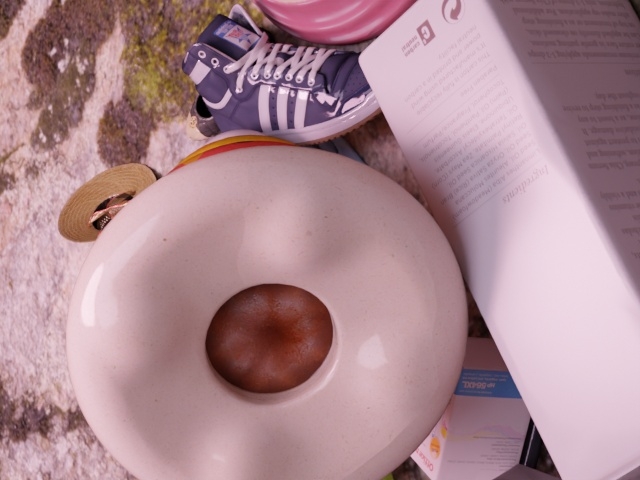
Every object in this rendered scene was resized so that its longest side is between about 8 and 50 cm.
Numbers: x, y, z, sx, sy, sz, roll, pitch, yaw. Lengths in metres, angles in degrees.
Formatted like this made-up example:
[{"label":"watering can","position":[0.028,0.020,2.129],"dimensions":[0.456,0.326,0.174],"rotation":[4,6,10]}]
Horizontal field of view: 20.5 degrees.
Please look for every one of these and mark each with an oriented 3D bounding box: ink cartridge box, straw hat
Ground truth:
[{"label":"ink cartridge box","position":[0.146,0.177,1.763],"dimensions":[0.092,0.090,0.143],"rotation":[-135,54,-63]},{"label":"straw hat","position":[-0.245,-0.024,2.154],"dimensions":[0.144,0.144,0.061],"rotation":[9,142,43]}]

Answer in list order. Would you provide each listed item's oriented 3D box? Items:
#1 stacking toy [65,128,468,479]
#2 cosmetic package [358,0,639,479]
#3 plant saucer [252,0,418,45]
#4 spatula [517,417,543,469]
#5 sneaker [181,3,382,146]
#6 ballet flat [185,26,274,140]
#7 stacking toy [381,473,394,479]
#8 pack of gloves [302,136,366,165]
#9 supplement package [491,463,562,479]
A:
[{"label":"stacking toy","position":[-0.072,0.012,1.712],"dimensions":[0.480,0.351,0.350],"rotation":[-112,35,-66]},{"label":"cosmetic package","position":[0.243,-0.019,1.578],"dimensions":[0.161,0.230,0.453],"rotation":[-40,66,39]},{"label":"plant saucer","position":[-0.001,-0.374,1.878],"dimensions":[0.332,0.084,0.332],"rotation":[4,96,44]},{"label":"spatula","position":[0.204,0.258,1.775],"dimensions":[0.084,0.030,0.296],"rotation":[17,105,41]},{"label":"sneaker","position":[-0.035,-0.183,1.877],"dimensions":[0.282,0.099,0.153],"rotation":[-14,116,46]},{"label":"ballet flat","position":[-0.113,-0.181,2.025],"dimensions":[0.173,0.049,0.057],"rotation":[-53,59,33]},{"label":"stacking toy","position":[-0.002,0.147,1.922],"dimensions":[0.309,0.130,0.279],"rotation":[22,138,32]},{"label":"pack of gloves","position":[0.000,0.000,1.937],"dimensions":[0.232,0.046,0.195],"rotation":[53,125,27]},{"label":"supplement package","position":[0.201,0.390,1.669],"dimensions":[0.177,0.175,0.293],"rotation":[18,106,26]}]
